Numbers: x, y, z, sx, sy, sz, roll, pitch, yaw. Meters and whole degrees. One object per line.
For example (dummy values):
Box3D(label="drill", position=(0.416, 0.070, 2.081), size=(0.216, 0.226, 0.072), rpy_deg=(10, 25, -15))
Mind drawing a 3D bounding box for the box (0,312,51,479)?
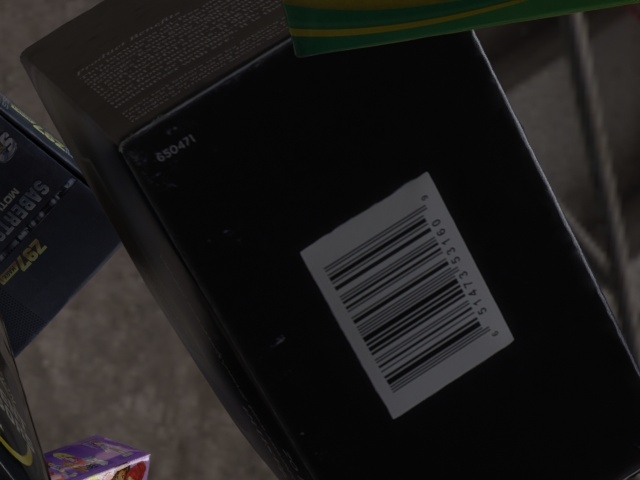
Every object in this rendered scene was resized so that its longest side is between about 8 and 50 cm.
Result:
Box3D(label="box", position=(-0.268, -0.046, 0.793), size=(0.097, 0.318, 0.395), rpy_deg=(-32, 125, -3))

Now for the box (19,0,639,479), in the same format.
Box3D(label="box", position=(0.000, 0.000, 0.960), size=(0.183, 0.294, 0.296), rpy_deg=(-32, 111, -8))

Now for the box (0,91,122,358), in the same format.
Box3D(label="box", position=(-0.311, 0.001, 1.636), size=(0.183, 0.059, 0.233), rpy_deg=(41, 102, -21))

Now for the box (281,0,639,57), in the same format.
Box3D(label="box", position=(0.079, -0.094, 0.386), size=(0.105, 0.179, 0.043), rpy_deg=(-87, 165, -56))

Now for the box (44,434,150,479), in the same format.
Box3D(label="box", position=(-0.239, 0.270, 1.263), size=(0.293, 0.057, 0.201), rpy_deg=(-14, 116, -60))
